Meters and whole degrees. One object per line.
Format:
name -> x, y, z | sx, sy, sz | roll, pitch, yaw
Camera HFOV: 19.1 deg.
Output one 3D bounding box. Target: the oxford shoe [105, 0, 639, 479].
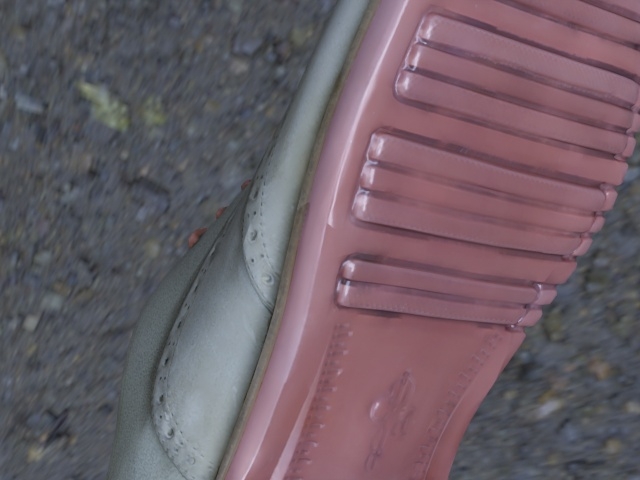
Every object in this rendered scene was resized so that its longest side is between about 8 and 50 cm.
oxford shoe -> 0.000, 0.000, 0.690 | 0.140, 0.146, 0.397 | 19, 95, -43
